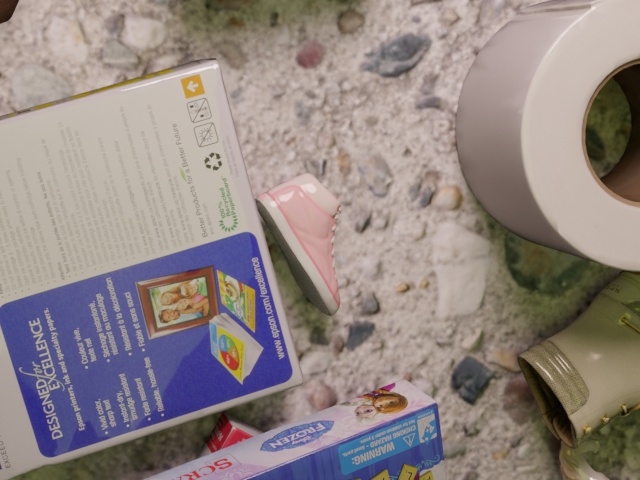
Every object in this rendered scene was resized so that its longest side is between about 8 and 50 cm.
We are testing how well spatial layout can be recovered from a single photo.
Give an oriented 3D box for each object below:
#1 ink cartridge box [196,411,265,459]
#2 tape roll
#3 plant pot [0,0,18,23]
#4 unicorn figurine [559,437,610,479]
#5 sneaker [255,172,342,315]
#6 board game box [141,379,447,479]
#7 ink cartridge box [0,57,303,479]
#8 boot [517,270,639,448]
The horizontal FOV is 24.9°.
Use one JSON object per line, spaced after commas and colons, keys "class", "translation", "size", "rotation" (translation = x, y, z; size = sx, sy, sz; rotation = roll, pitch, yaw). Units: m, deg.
{"class": "ink cartridge box", "translation": [-0.076, 0.251, 1.324], "size": [0.109, 0.063, 0.150], "rotation": [30, 90, -17]}
{"class": "tape roll", "translation": [0.264, -0.102, 1.313], "size": [0.246, 0.169, 0.246], "rotation": [-2, 97, -14]}
{"class": "plant pot", "translation": [-0.293, -0.292, 1.144], "size": [0.215, 0.215, 0.230], "rotation": [0, 111, -14]}
{"class": "unicorn figurine", "translation": [0.265, 0.255, 1.412], "size": [0.111, 0.060, 0.162], "rotation": [24, 96, -5]}
{"class": "sneaker", "translation": [0.000, 0.000, 1.318], "size": [0.070, 0.051, 0.134], "rotation": [-35, 110, -18]}
{"class": "board game box", "translation": [-0.026, 0.322, 1.283], "size": [0.319, 0.066, 0.318], "rotation": [-19, 114, -22]}
{"class": "ink cartridge box", "translation": [-0.199, 0.026, 1.266], "size": [0.307, 0.072, 0.303], "rotation": [-16, 102, -10]}
{"class": "boot", "translation": [0.301, 0.154, 1.379], "size": [0.165, 0.077, 0.213], "rotation": [-35, 90, -19]}
